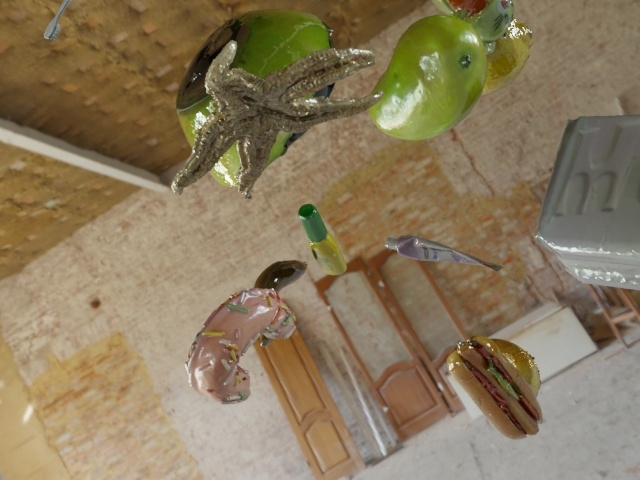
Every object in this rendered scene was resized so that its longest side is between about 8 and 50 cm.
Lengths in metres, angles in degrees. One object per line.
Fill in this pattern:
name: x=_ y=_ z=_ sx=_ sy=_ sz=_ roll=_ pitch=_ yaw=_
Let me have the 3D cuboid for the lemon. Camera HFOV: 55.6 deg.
lemon: x=0.399 y=-0.464 z=1.516 sx=0.260 sy=0.204 sz=0.204 roll=-17 pitch=1 yaw=30

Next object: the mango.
mango: x=0.199 y=-0.284 z=1.116 sx=0.149 sy=0.185 sz=0.273 roll=-27 pitch=-19 yaw=-34

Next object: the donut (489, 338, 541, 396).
donut: x=0.387 y=0.279 z=1.308 sx=0.146 sy=0.181 sz=0.078 roll=-48 pitch=-37 yaw=-5

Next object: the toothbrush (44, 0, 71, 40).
toothbrush: x=-0.553 y=-0.585 z=1.384 sx=0.288 sy=0.021 sz=0.024 roll=-58 pitch=-8 yaw=8

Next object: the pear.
pear: x=-0.149 y=-0.300 z=1.154 sx=0.165 sy=0.399 sz=0.399 roll=33 pitch=-52 yaw=-31

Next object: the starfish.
starfish: x=-0.072 y=-0.155 z=0.787 sx=0.302 sy=0.060 sz=0.299 roll=-41 pitch=-22 yaw=32

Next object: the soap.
soap: x=0.691 y=-0.078 z=1.210 sx=0.435 sy=0.213 sz=0.350 roll=11 pitch=72 yaw=52

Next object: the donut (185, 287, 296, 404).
donut: x=-0.141 y=0.191 z=1.100 sx=0.233 sy=0.085 sz=0.199 roll=-56 pitch=-33 yaw=-7

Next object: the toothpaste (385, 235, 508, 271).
toothpaste: x=0.299 y=0.034 z=1.482 sx=0.075 sy=0.301 sz=0.048 roll=46 pitch=-118 yaw=-55

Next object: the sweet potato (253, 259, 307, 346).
sweet potato: x=-0.116 y=0.125 z=1.552 sx=0.079 sy=0.108 sz=0.346 roll=-51 pitch=9 yaw=37

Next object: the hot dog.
hot dog: x=0.283 y=0.237 z=0.979 sx=0.092 sy=0.236 sz=0.062 roll=-41 pitch=22 yaw=7

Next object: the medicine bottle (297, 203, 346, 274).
medicine bottle: x=0.000 y=0.000 z=1.533 sx=0.064 sy=0.095 sz=0.260 roll=-49 pitch=-34 yaw=-16

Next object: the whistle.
whistle: x=0.278 y=-0.477 z=1.151 sx=0.106 sy=0.288 sz=0.131 roll=13 pitch=72 yaw=54
